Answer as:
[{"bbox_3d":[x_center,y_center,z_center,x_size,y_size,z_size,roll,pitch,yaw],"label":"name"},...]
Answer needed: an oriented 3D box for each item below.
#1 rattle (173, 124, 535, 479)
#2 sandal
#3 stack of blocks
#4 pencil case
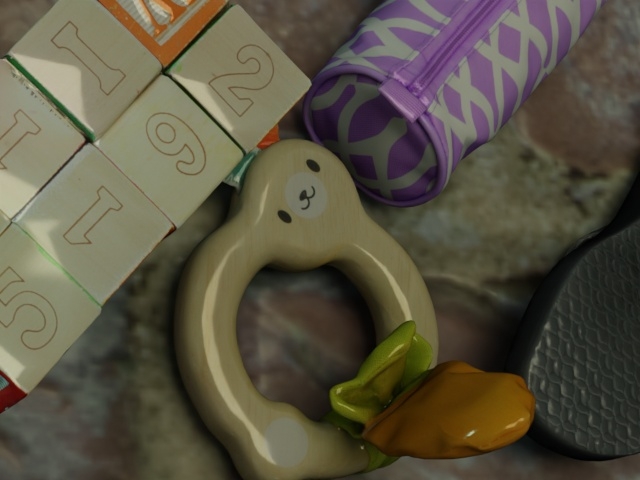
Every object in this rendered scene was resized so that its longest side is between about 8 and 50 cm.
[{"bbox_3d":[0.000,0.000,0.829,0.130,0.143,0.199,-9,83,-12],"label":"rattle"},{"bbox_3d":[0.159,0.022,0.965,0.097,0.054,0.254,54,47,-12],"label":"sandal"},{"bbox_3d":[-0.151,0.031,0.711,0.087,0.171,0.297,46,58,-8],"label":"stack of blocks"},{"bbox_3d":[0.078,-0.105,0.934,0.086,0.088,0.206,44,59,-7],"label":"pencil case"}]
